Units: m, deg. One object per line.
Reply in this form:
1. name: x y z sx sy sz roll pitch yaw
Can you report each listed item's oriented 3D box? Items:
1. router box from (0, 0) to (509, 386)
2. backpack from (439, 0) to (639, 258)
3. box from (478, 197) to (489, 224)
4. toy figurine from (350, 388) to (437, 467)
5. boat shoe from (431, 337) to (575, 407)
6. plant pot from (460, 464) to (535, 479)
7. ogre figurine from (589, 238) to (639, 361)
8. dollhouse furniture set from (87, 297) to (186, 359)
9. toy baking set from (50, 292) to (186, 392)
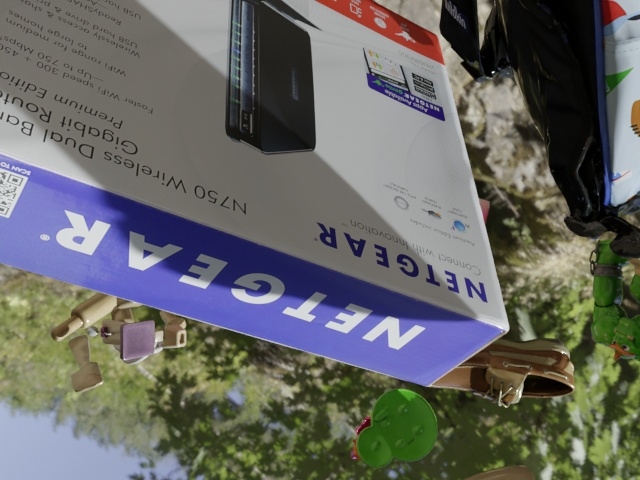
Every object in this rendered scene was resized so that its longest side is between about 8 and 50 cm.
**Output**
1. router box: -0.052 -0.088 0.511 0.082 0.336 0.301 -47 -145 39
2. backpack: 0.185 -0.176 0.461 0.213 0.263 0.276 -24 -142 7
3. box: 0.000 0.000 0.798 0.142 0.300 0.154 114 -7 -76
4. toy figurine: 0.107 0.368 1.419 0.173 0.130 0.159 -31 168 -32
5. boat shoe: 0.379 0.276 1.591 0.324 0.122 0.119 -3 -132 -11
6. plant pot: 0.250 0.516 1.263 0.191 0.284 0.284 -1 -148 0
7. ogre figurine: 0.356 0.077 0.806 0.197 0.097 0.118 22 -77 39
8. dollhouse furniture set: -0.199 0.058 0.808 0.081 0.114 0.091 2 -176 35
9. toy baking set: -0.226 0.091 0.930 0.197 0.030 0.256 4 -153 40
